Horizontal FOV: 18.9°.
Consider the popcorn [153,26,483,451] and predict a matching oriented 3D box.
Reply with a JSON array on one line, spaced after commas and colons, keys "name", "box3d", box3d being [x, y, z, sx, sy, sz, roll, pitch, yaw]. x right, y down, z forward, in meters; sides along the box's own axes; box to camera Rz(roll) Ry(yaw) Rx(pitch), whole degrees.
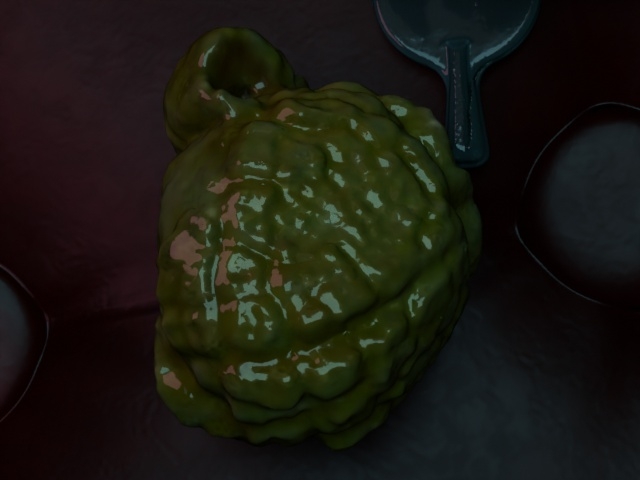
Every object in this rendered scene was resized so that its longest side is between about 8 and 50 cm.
[{"name": "popcorn", "box3d": [0.000, 0.000, 1.304, 0.225, 0.174, 0.286, 5, 67, -7]}]

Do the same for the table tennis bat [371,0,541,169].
[{"name": "table tennis bat", "box3d": [0.099, -0.148, 1.388, 0.124, 0.033, 0.201, -4, 75, 6]}]
